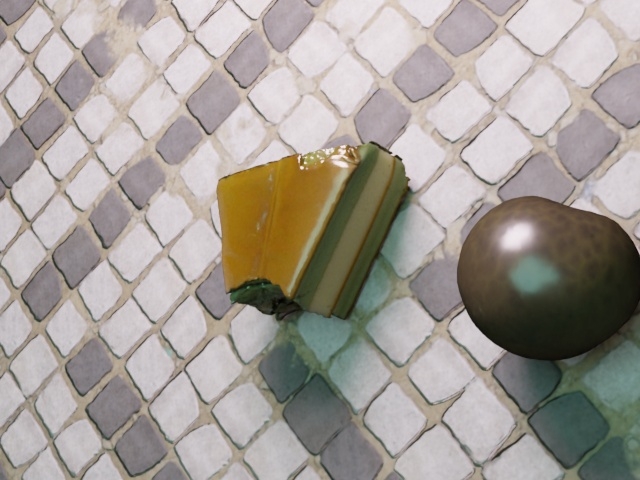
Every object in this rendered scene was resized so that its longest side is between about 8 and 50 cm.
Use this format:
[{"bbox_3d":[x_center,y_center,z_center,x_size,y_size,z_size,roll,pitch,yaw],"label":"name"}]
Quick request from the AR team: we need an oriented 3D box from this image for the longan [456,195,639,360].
[{"bbox_3d":[0.262,0.045,1.367,0.213,0.198,0.198,16,84,19],"label":"longan"}]

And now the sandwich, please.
[{"bbox_3d":[0.000,0.000,1.560,0.227,0.155,0.198,-15,70,27],"label":"sandwich"}]
